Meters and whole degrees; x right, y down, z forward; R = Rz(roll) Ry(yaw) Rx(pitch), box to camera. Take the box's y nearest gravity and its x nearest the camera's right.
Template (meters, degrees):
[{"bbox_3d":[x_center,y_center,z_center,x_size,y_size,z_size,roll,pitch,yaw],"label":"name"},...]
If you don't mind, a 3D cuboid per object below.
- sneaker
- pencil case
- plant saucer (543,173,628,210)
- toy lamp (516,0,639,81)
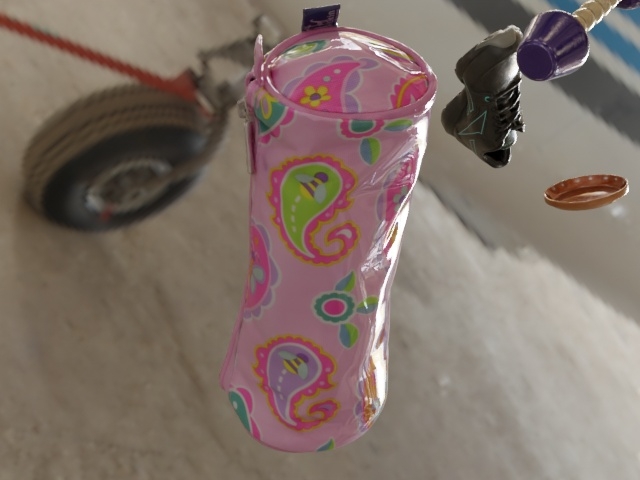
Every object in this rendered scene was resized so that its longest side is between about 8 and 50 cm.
[{"bbox_3d":[0.232,-0.185,2.083,0.106,0.101,0.267,56,-14,17],"label":"sneaker"},{"bbox_3d":[0.000,0.000,1.037,0.124,0.284,0.124,4,35,-3],"label":"pencil case"},{"bbox_3d":[0.262,-0.046,1.580,0.083,0.083,0.013,-59,140,-68],"label":"plant saucer"},{"bbox_3d":[0.303,-0.254,1.847,0.080,0.080,0.274,53,41,-1],"label":"toy lamp"}]
